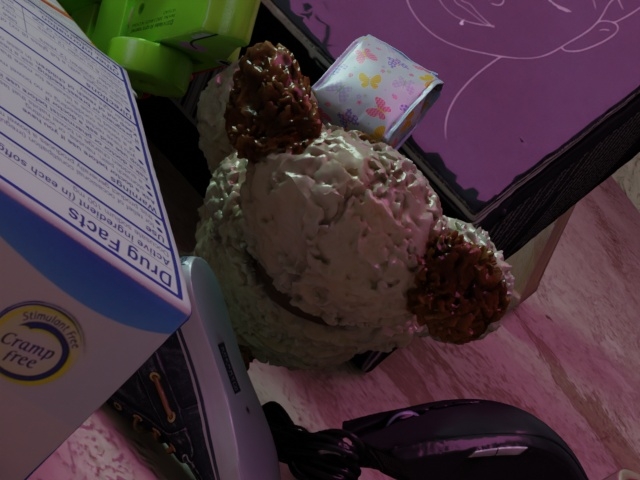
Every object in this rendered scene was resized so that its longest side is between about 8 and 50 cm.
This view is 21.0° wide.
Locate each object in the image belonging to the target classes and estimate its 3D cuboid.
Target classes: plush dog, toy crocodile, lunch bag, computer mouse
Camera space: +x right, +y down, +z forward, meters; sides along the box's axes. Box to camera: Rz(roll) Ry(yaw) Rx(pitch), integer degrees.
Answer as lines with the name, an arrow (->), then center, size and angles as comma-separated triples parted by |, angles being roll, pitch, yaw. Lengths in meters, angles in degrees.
plush dog -> 0.000, 0.000, 1.106 | 0.262, 0.210, 0.225 | 40, -23, 1
toy crocodile -> -0.129, -0.153, 1.303 | 0.105, 0.115, 0.340 | 20, -15, -29
lunch bag -> 0.039, -0.102, 1.235 | 0.071, 0.083, 0.053 | 34, -29, 10
computer mouse -> 0.085, 0.136, 1.133 | 0.262, 0.060, 0.184 | 12, 3, -20

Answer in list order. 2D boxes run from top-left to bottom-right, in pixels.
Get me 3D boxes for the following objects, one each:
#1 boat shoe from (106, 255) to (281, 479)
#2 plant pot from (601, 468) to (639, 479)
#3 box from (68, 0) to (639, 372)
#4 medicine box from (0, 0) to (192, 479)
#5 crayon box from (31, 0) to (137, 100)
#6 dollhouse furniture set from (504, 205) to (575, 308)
boat shoe -> -0.085, 0.106, 1.054 | 0.065, 0.083, 0.183 | -6, 79, -71
plant pot -> 0.170, 0.252, 1.099 | 0.201, 0.180, 0.201 | 41, 14, -12
box -> 0.079, -0.233, 1.521 | 0.472, 0.297, 0.480 | -36, 78, -30
medicine box -> -0.229, -0.053, 0.912 | 0.263, 0.149, 0.289 | 36, 17, -29
crayon box -> -0.285, -0.189, 1.221 | 0.203, 0.083, 0.323 | 29, 15, -45
dollhouse furniture set -> 0.122, -0.123, 2.081 | 0.394, 0.256, 0.362 | 26, 10, 12
